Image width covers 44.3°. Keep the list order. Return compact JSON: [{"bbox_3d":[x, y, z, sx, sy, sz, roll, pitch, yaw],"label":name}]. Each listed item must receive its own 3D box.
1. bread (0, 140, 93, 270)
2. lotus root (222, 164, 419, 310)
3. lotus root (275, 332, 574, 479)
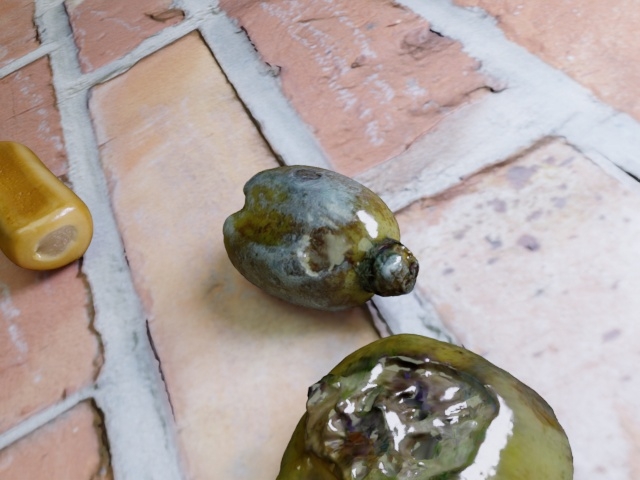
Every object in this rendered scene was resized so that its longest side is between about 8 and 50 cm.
[{"bbox_3d":[-0.321,-0.040,0.855,0.093,0.074,0.239,-34,39,-18],"label":"bread"},{"bbox_3d":[0.000,0.000,0.625,0.192,0.088,0.113,22,76,42],"label":"lotus root"},{"bbox_3d":[0.048,0.130,0.467,0.183,0.078,0.203,2,49,32],"label":"lotus root"}]
